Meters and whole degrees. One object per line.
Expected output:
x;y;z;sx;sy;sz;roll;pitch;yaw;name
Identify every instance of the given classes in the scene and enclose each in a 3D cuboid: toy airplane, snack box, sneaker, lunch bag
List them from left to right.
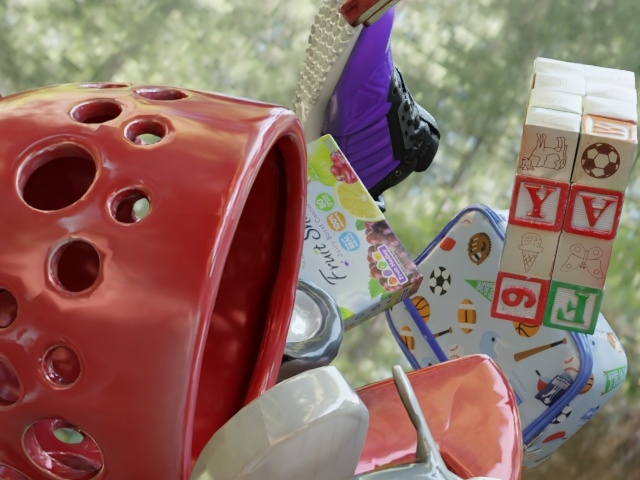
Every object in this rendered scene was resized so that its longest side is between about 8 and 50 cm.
-0.038;0.222;0.839;0.272;0.384;0.386;36;5;16;toy airplane
0.000;0.000;1.375;0.141;0.100;0.037;57;-17;16;snack box
0.053;-0.131;1.734;0.146;0.102;0.293;8;-44;-11;sneaker
0.217;0.125;2.149;0.243;0.115;0.303;-47;-124;28;lunch bag

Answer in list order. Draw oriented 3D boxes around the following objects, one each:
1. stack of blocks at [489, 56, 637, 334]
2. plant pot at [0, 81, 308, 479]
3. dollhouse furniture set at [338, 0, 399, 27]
0.211;-0.065;1.513;0.087;0.297;0.171;10;-66;6;stack of blocks
-0.109;0.018;0.765;0.174;0.191;0.191;14;-41;8;plant pot
0.111;-0.333;1.236;0.374;0.152;0.201;-36;-89;10;dollhouse furniture set
